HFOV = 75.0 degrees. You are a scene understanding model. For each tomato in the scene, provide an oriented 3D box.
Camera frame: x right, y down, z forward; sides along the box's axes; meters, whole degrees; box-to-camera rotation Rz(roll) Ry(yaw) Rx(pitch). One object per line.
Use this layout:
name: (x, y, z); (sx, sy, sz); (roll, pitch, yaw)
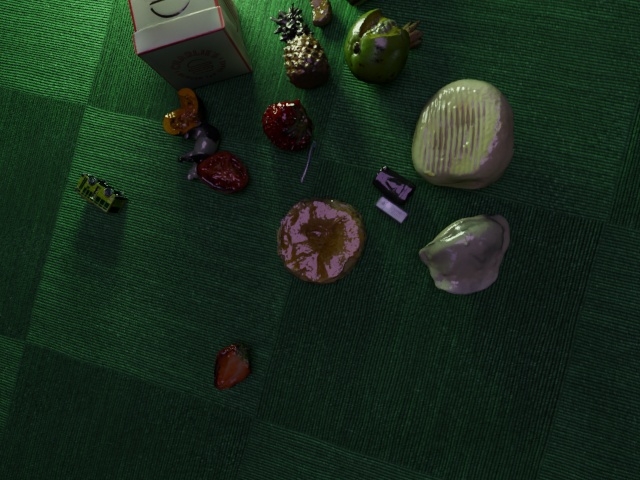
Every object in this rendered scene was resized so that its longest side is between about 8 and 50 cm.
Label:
tomato: (-0.362, -0.236, 1.556); (0.166, 0.082, 0.174); (-39, 84, -28)

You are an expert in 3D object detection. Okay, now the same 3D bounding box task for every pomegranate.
pomegranate: (0.227, -0.672, 1.449); (0.302, 0.236, 0.235); (-28, 83, -27)

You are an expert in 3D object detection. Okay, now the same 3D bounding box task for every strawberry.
strawberry: (-0.131, -0.413, 1.501); (0.202, 0.187, 0.184); (14, 115, 35)
strawberry: (-0.321, 0.453, 1.532); (0.141, 0.085, 0.192); (0, 109, -7)

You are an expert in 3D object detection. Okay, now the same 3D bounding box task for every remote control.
remote control: (0.257, -0.111, 1.503); (0.124, 0.018, 0.053); (36, 94, 8)

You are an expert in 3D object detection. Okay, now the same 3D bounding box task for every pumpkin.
pumpkin: (-0.505, -0.474, 1.584); (0.119, 0.108, 0.183); (42, 102, 15)

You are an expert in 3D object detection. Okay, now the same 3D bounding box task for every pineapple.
pineapple: (-0.077, -0.725, 1.514); (0.169, 0.169, 0.340); (-16, 79, 7)

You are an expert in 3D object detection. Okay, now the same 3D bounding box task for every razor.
razor: (0.259, -0.196, 1.487); (0.148, 0.054, 0.090); (37, 93, 9)

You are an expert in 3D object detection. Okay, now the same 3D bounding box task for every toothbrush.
toothbrush: (-0.047, -0.293, 1.557); (0.017, 0.014, 0.162); (21, 92, 27)

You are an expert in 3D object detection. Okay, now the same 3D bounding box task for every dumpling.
dumpling: (0.503, 0.046, 1.375); (0.318, 0.187, 0.242); (-22, 81, 4)

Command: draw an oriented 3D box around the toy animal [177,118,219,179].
toy animal: (-0.454, -0.333, 1.569); (0.094, 0.121, 0.225); (15, 89, 39)

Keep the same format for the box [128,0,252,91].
box: (-0.460, -0.762, 1.486); (0.315, 0.312, 0.299); (-14, 84, 7)

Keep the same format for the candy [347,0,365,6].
candy: (0.117, -1.023, 1.481); (0.180, 0.135, 0.320); (-25, 86, 27)

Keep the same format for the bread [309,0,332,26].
bread: (0.003, -0.850, 1.547); (0.082, 0.060, 0.113); (-6, 89, 9)

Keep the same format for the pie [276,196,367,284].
pie: (0.000, 0.000, 1.504); (0.340, 0.083, 0.339); (0, 90, 6)

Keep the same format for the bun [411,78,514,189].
bun: (0.474, -0.335, 1.385); (0.361, 0.213, 0.360); (0, 90, 37)

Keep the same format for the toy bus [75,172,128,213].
toy bus: (-0.861, -0.183, 1.634); (0.175, 0.088, 0.101); (32, 94, 7)
